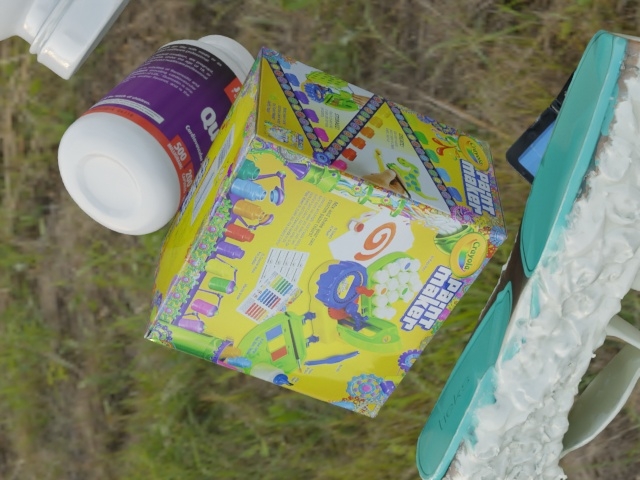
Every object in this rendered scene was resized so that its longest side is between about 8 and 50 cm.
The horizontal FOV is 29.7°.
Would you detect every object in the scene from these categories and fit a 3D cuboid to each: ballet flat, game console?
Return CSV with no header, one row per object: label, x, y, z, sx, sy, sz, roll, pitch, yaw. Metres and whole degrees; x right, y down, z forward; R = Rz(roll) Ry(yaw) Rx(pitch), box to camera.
ballet flat,0.192,0.038,0.888,0.147,0.147,0.409,41,127,32
game console,0.238,-0.073,1.065,0.122,0.071,0.107,45,164,9

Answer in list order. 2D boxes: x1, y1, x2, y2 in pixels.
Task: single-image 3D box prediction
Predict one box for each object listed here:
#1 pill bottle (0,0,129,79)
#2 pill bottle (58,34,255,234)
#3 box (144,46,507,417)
pill bottle,-0.158,-0.144,0.528,0.160,0.087,0.087,36,125,-11
pill bottle,-0.210,-0.162,1.692,0.181,0.323,0.182,17,132,19
box,0.000,0.000,1.292,0.290,0.279,0.177,-58,19,33
